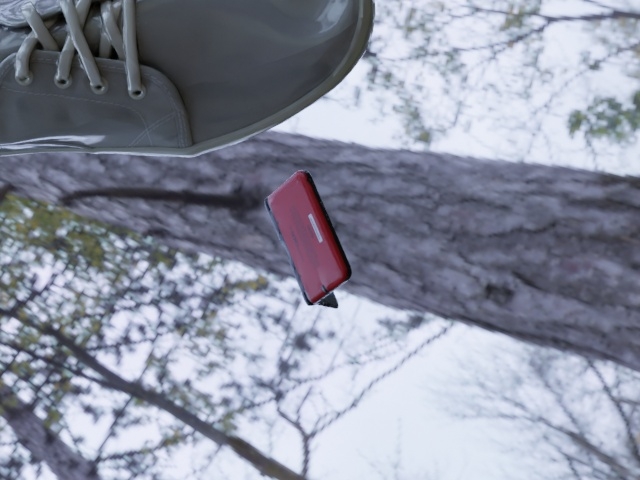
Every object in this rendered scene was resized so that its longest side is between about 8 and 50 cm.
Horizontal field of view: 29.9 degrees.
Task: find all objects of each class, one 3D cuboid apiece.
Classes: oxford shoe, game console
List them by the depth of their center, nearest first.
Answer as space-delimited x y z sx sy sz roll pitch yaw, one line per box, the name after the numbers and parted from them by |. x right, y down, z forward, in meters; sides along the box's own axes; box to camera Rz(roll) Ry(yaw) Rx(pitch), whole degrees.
-0.179 -0.152 0.976 0.130 0.450 0.169 34 -129 -73 | oxford shoe
0.000 0.000 1.431 0.085 0.124 0.144 -10 -110 -42 | game console
